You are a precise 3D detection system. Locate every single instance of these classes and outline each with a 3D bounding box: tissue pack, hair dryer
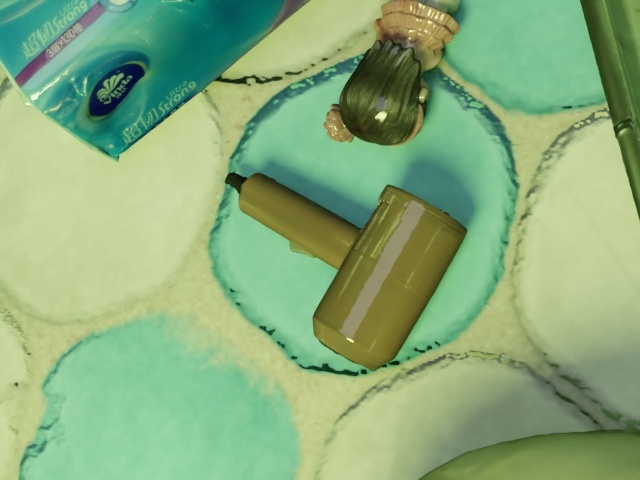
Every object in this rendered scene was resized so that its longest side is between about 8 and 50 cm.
[{"bbox_3d":[-0.124,-0.221,0.948,0.263,0.146,0.198,-39,67,7],"label":"tissue pack"},{"bbox_3d":[0.000,0.000,0.903,0.181,0.064,0.117,30,90,31],"label":"hair dryer"}]

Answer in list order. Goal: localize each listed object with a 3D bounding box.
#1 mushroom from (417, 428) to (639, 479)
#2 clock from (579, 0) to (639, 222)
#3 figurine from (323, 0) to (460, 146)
[{"bbox_3d":[0.105,0.256,0.674,0.315,0.315,0.356,26,87,23],"label":"mushroom"},{"bbox_3d":[0.266,-0.115,0.755,0.279,0.049,0.273,-37,59,57],"label":"clock"},{"bbox_3d":[0.050,-0.125,0.914,0.072,0.054,0.129,16,81,26],"label":"figurine"}]
